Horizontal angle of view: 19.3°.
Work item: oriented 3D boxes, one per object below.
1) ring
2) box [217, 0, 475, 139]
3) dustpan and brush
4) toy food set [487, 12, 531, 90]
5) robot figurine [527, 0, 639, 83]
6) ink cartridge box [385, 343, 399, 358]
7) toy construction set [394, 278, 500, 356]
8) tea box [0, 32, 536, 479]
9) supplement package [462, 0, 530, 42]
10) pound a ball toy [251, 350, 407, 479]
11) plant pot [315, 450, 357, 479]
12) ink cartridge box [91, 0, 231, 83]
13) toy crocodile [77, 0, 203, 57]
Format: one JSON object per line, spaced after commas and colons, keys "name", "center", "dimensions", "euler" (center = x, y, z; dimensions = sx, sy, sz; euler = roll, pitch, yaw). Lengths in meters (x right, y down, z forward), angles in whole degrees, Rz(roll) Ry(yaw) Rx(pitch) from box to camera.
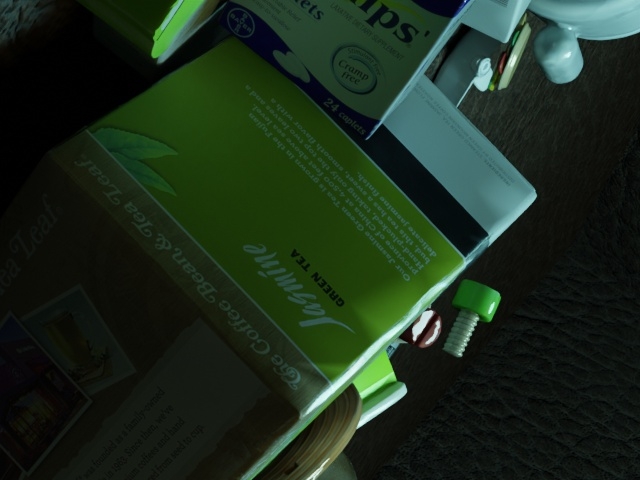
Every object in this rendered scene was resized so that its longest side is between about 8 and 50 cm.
{"name": "ring", "center": [-0.116, 0.202, 1.508], "dimensions": [0.336, 0.032, 0.336], "euler": [-24, -165, 7]}
{"name": "box", "center": [0.024, -0.157, 1.168], "dimensions": [0.072, 0.126, 0.137], "euler": [-48, 175, -47]}
{"name": "dustpan and brush", "center": [0.171, -0.192, 2.101], "dimensions": [0.147, 0.060, 0.211], "euler": [-54, 168, 2]}
{"name": "toy food set", "center": [0.209, -0.205, 2.077], "dimensions": [0.083, 0.020, 0.082], "euler": [107, 9, -50]}
{"name": "robot figurine", "center": [0.264, -0.300, 1.821], "dimensions": [0.353, 0.200, 0.300], "euler": [-4, 114, -75]}
{"name": "ink cartridge box", "center": [0.050, 0.056, 2.157], "dimensions": [0.309, 0.130, 0.272], "euler": [-55, 168, -1]}
{"name": "toy construction set", "center": [0.025, -0.056, 1.632], "dimensions": [0.237, 0.257, 0.309], "euler": [-65, -170, -9]}
{"name": "tea box", "center": [-0.084, 0.046, 1.272], "dimensions": [0.323, 0.220, 0.329], "euler": [-39, 173, -47]}
{"name": "supplement package", "center": [0.146, -0.302, 1.441], "dimensions": [0.244, 0.134, 0.139], "euler": [-59, 171, -23]}
{"name": "pound a ball toy", "center": [-0.065, 0.202, 1.890], "dimensions": [0.319, 0.208, 0.136], "euler": [-32, -160, -33]}
{"name": "plant pot", "center": [-0.085, 0.258, 2.102], "dimensions": [0.215, 0.215, 0.230], "euler": [-51, 153, -13]}
{"name": "ink cartridge box", "center": [-0.043, -0.218, 1.221], "dimensions": [0.275, 0.060, 0.239], "euler": [-52, 179, -14]}
{"name": "toy crocodile", "center": [-0.022, -0.256, 1.031], "dimensions": [0.340, 0.115, 0.105], "euler": [-59, 168, 9]}
